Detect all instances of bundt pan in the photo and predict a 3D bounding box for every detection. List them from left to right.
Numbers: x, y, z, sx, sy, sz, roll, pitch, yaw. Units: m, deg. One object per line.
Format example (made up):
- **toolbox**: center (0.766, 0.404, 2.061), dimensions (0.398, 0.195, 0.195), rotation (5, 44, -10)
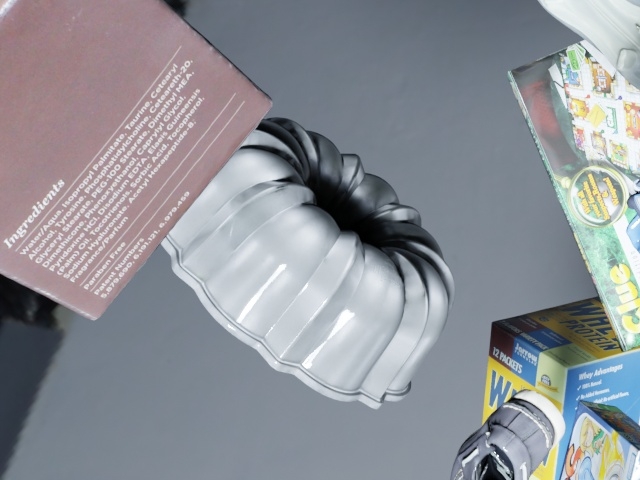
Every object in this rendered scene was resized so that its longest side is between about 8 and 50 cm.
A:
- **bundt pan**: center (0.000, 0.000, 1.383), dimensions (0.124, 0.331, 0.331), rotation (-50, 45, 20)

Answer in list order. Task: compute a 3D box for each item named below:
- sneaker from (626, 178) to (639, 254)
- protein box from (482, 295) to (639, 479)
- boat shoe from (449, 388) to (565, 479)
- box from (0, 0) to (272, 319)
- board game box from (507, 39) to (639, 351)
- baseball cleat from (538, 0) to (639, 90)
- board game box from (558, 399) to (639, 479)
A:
- **sneaker**: center (0.183, -0.021, 0.690), dimensions (0.058, 0.135, 0.052), rotation (-19, 68, -8)
- **protein box**: center (0.309, 0.191, 1.656), dimensions (0.199, 0.201, 0.136), rotation (-11, 25, -29)
- **boat shoe**: center (0.140, 0.200, 1.193), dimensions (0.075, 0.206, 0.065), rotation (40, 54, 15)
- **box**: center (-0.169, -0.092, 0.765), dimensions (0.167, 0.203, 0.168), rotation (-50, 57, 1)
- **board game box**: center (0.270, -0.049, 1.209), dimensions (0.136, 0.030, 0.260), rotation (-21, 86, 1)
- **baseball cleat**: center (0.231, -0.174, 1.092), dimensions (0.072, 0.109, 0.206), rotation (-45, 56, 25)
- **board game box**: center (0.207, 0.236, 1.068), dimensions (0.136, 0.035, 0.201), rotation (-133, 55, -78)
